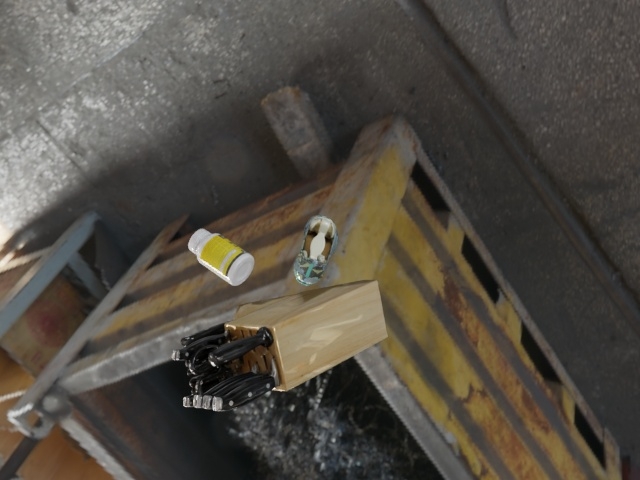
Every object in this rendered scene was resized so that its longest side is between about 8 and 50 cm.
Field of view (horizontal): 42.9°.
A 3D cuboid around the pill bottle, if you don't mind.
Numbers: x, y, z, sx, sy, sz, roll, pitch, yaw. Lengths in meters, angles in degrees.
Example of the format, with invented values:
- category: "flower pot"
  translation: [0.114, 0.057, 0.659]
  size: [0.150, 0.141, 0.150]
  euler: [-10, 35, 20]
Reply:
- category: "pill bottle"
  translation: [-0.182, 0.027, 1.472]
  size: [0.116, 0.065, 0.065]
  euler: [32, 133, 24]

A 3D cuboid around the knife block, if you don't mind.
- category: "knife block"
  translation: [-0.044, 0.138, 1.050]
  size: [0.275, 0.242, 0.088]
  euler: [-11, 99, 0]

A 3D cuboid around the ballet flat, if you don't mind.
- category: "ballet flat"
  translation: [0.000, 0.000, 1.443]
  size: [0.070, 0.188, 0.070]
  euler: [5, 130, 6]
